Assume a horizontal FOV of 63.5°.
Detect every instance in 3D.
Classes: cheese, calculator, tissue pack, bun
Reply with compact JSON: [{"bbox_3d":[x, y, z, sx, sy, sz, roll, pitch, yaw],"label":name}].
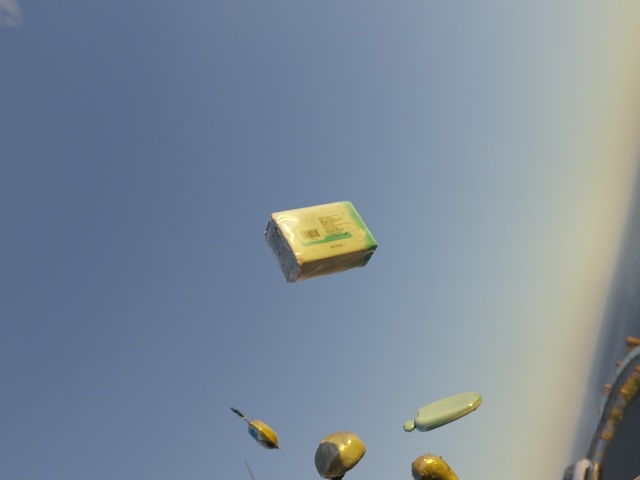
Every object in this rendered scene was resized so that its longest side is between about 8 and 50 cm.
[{"bbox_3d":[-0.264,0.775,2.132,0.069,0.270,0.177,-48,3,-24],"label":"cheese"},{"bbox_3d":[0.420,0.598,1.801,0.042,0.295,0.184,65,-169,4],"label":"calculator"},{"bbox_3d":[0.001,0.002,1.481,0.271,0.201,0.124,-11,-39,-31],"label":"tissue pack"},{"bbox_3d":[0.054,0.681,1.669,0.173,0.113,0.166,-33,-7,-14],"label":"bun"}]

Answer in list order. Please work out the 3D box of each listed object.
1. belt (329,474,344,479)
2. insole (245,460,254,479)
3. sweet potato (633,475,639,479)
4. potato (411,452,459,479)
[{"bbox_3d":[0.060,1.068,2.441,0.121,0.079,0.151,-58,-40,-22],"label":"belt"},{"bbox_3d":[-0.314,1.028,2.302,0.002,0.045,0.135,-20,-63,-7],"label":"insole"},{"bbox_3d":[0.842,0.564,1.166,0.079,0.346,0.108,107,179,-75],"label":"sweet potato"},{"bbox_3d":[0.278,0.570,1.238,0.138,0.091,0.070,48,-153,-7],"label":"potato"}]
